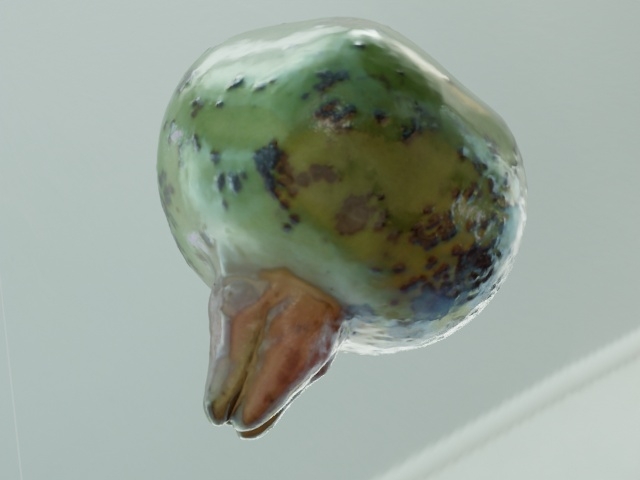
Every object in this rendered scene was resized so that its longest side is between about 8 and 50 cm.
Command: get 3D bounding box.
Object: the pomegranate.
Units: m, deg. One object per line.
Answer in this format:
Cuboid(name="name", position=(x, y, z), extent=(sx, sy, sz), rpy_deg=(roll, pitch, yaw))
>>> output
Cuboid(name="pomegranate", position=(0.000, 0.000, 0.973), extent=(0.214, 0.214, 0.248), rpy_deg=(29, -117, -13))
